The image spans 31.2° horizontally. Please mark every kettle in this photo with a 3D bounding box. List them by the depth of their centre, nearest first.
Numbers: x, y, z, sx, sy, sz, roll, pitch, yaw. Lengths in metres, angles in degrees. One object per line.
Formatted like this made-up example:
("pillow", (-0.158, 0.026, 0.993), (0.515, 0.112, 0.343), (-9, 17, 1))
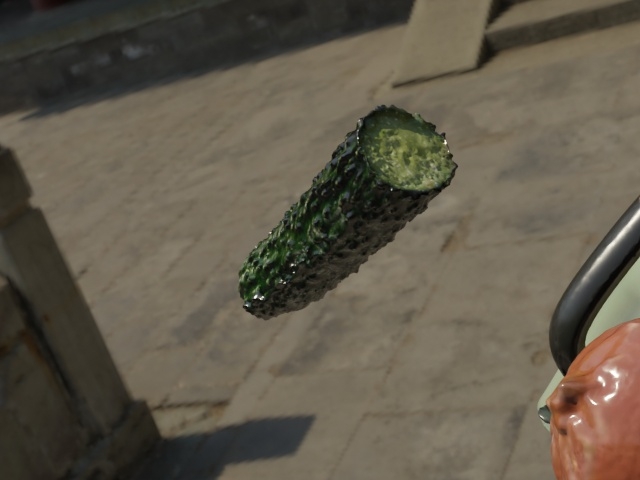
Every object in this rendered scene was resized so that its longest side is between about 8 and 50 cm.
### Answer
("kettle", (0.280, 0.063, 0.874), (0.240, 0.255, 0.165), (16, 22, -32))

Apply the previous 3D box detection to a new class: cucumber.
("cucumber", (0.000, 0.000, 1.078), (0.096, 0.096, 0.359), (-35, -6, -35))

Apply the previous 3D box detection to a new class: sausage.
("sausage", (0.258, 0.127, 0.716), (0.255, 0.148, 0.148), (11, 18, -10))
